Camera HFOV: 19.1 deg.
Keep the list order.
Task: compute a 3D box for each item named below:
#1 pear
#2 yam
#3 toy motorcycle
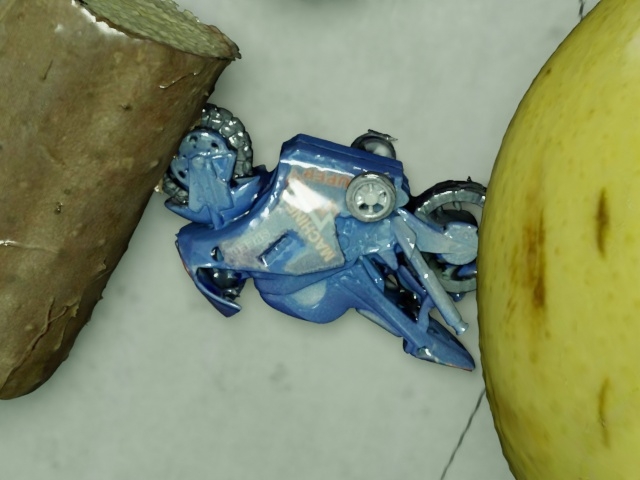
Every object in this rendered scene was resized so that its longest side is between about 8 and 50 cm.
[{"bbox_3d":[0.238,0.016,0.888,0.348,0.348,0.348,0,101,1],"label":"pear"},{"bbox_3d":[-0.150,-0.033,0.967,0.128,0.129,0.238,7,121,-42],"label":"yam"},{"bbox_3d":[0.000,0.000,1.020,0.205,0.076,0.114,17,110,-4],"label":"toy motorcycle"}]
